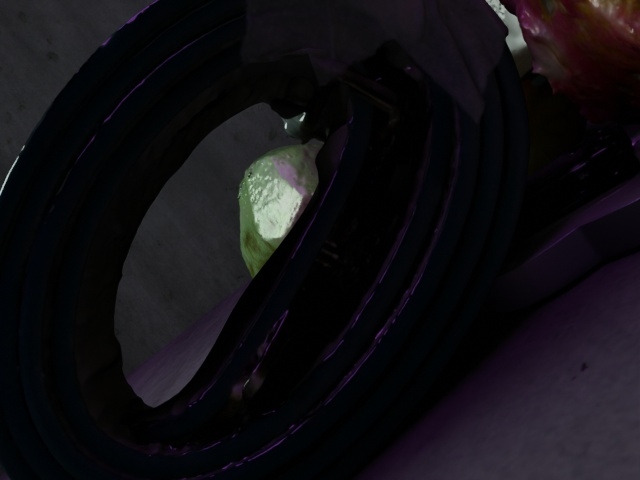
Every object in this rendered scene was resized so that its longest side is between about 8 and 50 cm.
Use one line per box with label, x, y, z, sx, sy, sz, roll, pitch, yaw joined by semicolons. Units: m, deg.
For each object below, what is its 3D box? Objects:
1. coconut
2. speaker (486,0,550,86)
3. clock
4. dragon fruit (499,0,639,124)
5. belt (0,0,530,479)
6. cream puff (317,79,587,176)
coconut;0.000;0.000;0.858;0.204;0.236;0.236;3;-29;-46
speaker;0.253;-0.272;0.595;0.153;0.193;0.231;-16;-14;-32
clock;0.194;-0.034;0.516;0.198;0.064;0.172;-35;7;29
dragon fruit;0.222;-0.130;0.451;0.274;0.126;0.161;0;-1;-27
belt;-0.047;-0.004;0.494;0.436;0.300;0.173;-56;7;-8
cream puff;0.150;-0.205;0.787;0.291;0.324;0.257;-150;71;-78
